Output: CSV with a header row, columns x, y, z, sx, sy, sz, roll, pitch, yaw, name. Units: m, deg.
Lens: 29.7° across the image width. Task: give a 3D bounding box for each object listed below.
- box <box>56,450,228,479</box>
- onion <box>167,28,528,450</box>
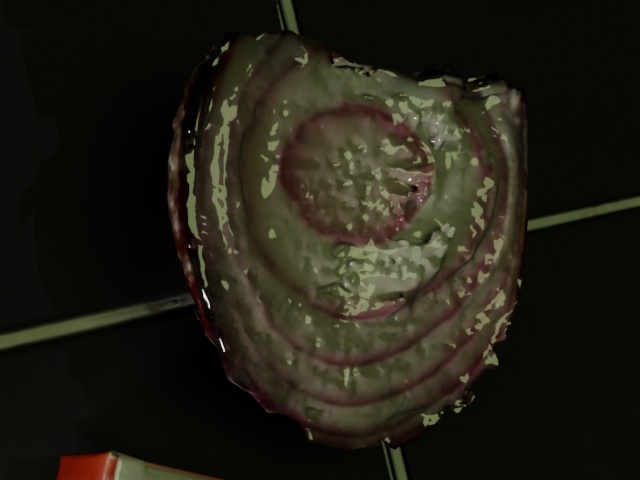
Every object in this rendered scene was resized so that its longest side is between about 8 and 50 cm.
x,y,z,sx,sy,sz,roll,pitch,yaw,name
-0.082,0.217,0.767,0.182,0.099,0.133,22,69,-28,box
0.000,0.000,0.858,0.314,0.146,0.280,10,88,-39,onion
